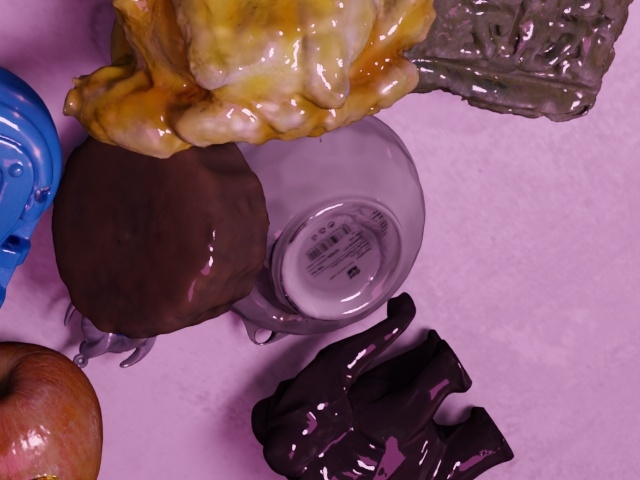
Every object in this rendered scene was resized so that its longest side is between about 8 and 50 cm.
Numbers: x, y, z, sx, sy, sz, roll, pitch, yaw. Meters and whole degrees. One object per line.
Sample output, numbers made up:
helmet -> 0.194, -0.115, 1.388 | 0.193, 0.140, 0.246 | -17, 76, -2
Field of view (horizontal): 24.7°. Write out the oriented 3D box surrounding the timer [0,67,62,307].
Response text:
timer -> -0.437, -0.038, 1.464 | 0.309, 0.115, 0.340 | 19, 113, -28

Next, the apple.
apple -> -0.336, 0.216, 1.584 | 0.211, 0.211, 0.188 | -18, 126, -5

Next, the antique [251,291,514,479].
antique -> 0.074, 0.236, 1.730 | 0.255, 0.185, 0.322 | -29, 127, 0

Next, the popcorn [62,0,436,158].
popcorn -> -0.065, -0.222, 1.365 | 0.335, 0.274, 0.279 | 3, 117, -17

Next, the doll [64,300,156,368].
doll -> -0.206, 0.068, 1.622 | 0.195, 0.062, 0.104 | -48, 139, 2

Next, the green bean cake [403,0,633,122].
green bean cake -> 0.199, -0.254, 1.511 | 0.241, 0.132, 0.255 | 7, 117, -24

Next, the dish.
dish -> 0.000, 0.000, 1.588 | 0.303, 0.120, 0.303 | -11, 120, -19

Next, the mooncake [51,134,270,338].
mooncake -> -0.162, -0.015, 1.498 | 0.124, 0.228, 0.228 | -4, 128, -54
